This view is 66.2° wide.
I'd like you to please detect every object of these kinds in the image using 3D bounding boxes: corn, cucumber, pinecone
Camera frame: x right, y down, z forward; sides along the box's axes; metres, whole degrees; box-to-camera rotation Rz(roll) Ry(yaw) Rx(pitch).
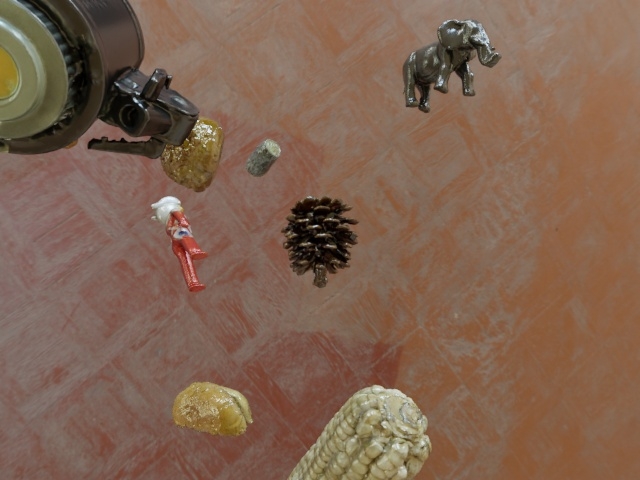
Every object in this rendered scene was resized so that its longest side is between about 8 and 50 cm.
[{"bbox_3d":[0.021,0.224,0.467,0.087,0.087,0.211,26,117,-15],"label":"corn"},{"bbox_3d":[-0.145,-0.209,1.242,0.064,0.112,0.064,15,58,-25],"label":"cucumber"},{"bbox_3d":[-0.001,0.001,1.157,0.186,0.169,0.212,1,96,-33],"label":"pinecone"}]

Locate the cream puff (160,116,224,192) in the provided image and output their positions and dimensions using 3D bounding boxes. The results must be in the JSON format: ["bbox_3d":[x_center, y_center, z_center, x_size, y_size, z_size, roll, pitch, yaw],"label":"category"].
[{"bbox_3d":[-0.221,-0.151,0.838,0.103,0.144,0.126,16,102,-11],"label":"cream puff"}]

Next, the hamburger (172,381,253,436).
[{"bbox_3d":[-0.313,0.474,1.398,0.262,0.124,0.131,2,106,28],"label":"hamburger"}]

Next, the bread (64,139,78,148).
[{"bbox_3d":[-0.462,-0.212,0.798,0.044,0.052,0.157,-48,126,-14],"label":"bread"}]

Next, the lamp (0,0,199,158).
[{"bbox_3d":[-0.349,-0.235,0.588,0.374,0.272,0.205,36,110,-2],"label":"lamp"}]

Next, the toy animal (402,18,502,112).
[{"bbox_3d":[0.263,-0.371,1.035,0.114,0.245,0.146,14,75,-49],"label":"toy animal"}]

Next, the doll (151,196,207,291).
[{"bbox_3d":[-0.443,-0.013,1.550,0.099,0.384,0.188,-11,133,-31],"label":"doll"}]
